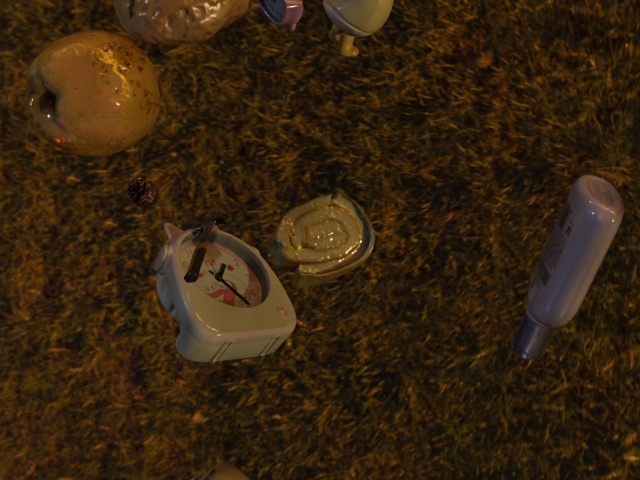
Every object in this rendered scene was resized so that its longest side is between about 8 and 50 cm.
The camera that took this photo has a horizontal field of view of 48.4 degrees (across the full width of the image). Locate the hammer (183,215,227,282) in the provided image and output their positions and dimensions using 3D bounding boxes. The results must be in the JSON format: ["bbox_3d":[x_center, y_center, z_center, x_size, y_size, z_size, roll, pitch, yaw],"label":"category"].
[{"bbox_3d":[-0.213,0.013,1.290,0.078,0.201,0.021,-28,115,16],"label":"hammer"}]

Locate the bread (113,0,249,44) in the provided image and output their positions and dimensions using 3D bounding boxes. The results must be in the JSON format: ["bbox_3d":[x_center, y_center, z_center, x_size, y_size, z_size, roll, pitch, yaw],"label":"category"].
[{"bbox_3d":[-0.238,-0.428,1.227,0.245,0.244,0.134,11,122,21],"label":"bread"}]

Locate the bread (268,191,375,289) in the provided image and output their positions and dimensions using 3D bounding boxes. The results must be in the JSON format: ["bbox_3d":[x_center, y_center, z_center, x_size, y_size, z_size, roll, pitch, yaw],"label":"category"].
[{"bbox_3d":[0.000,0.000,1.030,0.156,0.064,0.117,-20,82,-12],"label":"bread"}]

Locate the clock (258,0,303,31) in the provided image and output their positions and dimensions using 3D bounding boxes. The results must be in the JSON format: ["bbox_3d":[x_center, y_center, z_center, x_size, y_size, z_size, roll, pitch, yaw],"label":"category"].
[{"bbox_3d":[-0.114,-0.627,1.887,0.152,0.050,0.110,54,145,24],"label":"clock"}]

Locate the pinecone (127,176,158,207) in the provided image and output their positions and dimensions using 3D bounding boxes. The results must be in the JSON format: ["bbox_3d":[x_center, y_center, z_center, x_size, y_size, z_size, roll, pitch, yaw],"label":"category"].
[{"bbox_3d":[-0.467,-0.125,1.863,0.083,0.077,0.077,26,105,28],"label":"pinecone"}]

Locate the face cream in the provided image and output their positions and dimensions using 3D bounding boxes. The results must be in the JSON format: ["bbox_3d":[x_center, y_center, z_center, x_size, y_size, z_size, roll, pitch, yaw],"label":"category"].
[{"bbox_3d":[0.358,0.053,1.056,0.071,0.144,0.291,17,117,3],"label":"face cream"}]

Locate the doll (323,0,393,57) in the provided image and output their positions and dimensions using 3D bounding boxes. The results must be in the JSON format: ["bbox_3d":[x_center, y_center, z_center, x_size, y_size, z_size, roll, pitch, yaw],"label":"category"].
[{"bbox_3d":[0.104,-0.478,1.299,0.296,0.117,0.141,-48,35,29],"label":"doll"}]

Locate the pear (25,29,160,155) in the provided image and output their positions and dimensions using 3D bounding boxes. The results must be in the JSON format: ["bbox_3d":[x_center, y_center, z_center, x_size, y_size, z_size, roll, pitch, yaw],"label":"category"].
[{"bbox_3d":[-0.308,-0.194,0.955,0.178,0.178,0.177,2,96,22],"label":"pear"}]

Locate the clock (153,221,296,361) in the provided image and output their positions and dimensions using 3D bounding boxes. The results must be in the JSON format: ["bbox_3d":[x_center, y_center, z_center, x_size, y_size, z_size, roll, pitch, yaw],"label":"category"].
[{"bbox_3d":[-0.215,0.092,1.474,0.108,0.265,0.324,-52,54,32],"label":"clock"}]

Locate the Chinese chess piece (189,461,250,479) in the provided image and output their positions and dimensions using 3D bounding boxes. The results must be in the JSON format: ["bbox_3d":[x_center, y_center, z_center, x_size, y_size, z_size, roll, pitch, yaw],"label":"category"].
[{"bbox_3d":[-0.283,0.605,1.453,0.349,0.349,0.146,-42,84,21],"label":"Chinese chess piece"}]
